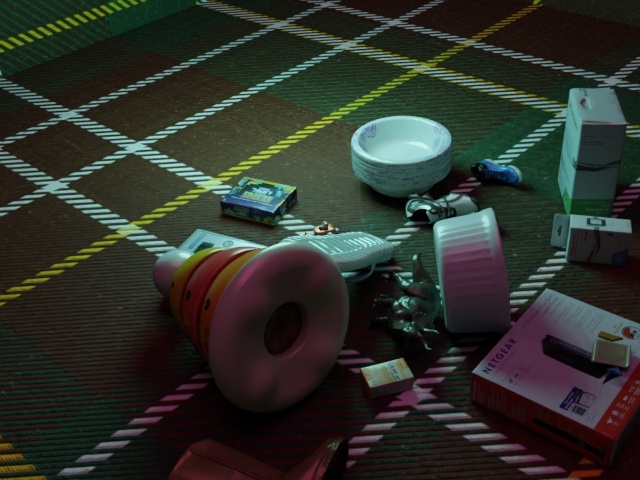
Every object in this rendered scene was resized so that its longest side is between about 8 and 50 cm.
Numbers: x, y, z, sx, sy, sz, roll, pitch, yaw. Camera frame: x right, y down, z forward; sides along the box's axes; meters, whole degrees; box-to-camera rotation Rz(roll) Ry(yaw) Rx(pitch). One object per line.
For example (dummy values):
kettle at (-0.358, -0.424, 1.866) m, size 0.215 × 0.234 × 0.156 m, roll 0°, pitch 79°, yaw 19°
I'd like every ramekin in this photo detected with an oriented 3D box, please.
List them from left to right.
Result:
ramekin at (0.328, 0.074, 1.839) m, size 0.135 × 0.277 × 0.277 m, roll -8°, pitch 35°, yaw 6°

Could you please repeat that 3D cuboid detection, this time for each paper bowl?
paper bowl at (0.229, -0.228, 2.373) m, size 0.284 × 0.148 × 0.284 m, roll -2°, pitch 36°, yaw 1°

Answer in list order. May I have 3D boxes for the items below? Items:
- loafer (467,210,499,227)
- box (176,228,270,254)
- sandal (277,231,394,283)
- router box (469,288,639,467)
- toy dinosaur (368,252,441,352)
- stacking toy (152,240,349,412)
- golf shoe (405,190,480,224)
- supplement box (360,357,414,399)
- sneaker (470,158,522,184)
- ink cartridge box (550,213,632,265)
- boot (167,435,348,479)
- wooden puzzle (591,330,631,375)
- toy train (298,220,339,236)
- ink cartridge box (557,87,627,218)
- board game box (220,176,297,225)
loafer at (0.395, -0.048, 2.189) m, size 0.147 × 0.050 × 0.056 m, roll -9°, pitch 35°, yaw -8°
box at (-0.213, 0.078, 2.026) m, size 0.289 × 0.087 × 0.169 m, roll 15°, pitch 39°, yaw 23°
sandal at (0.048, 0.054, 1.967) m, size 0.169 × 0.102 × 0.416 m, roll 23°, pitch 17°, yaw 33°
router box at (0.518, 0.265, 1.706) m, size 0.301 × 0.082 × 0.335 m, roll 22°, pitch 43°, yaw 32°
toy dinosaur at (0.206, 0.150, 1.895) m, size 0.160 × 0.121 × 0.313 m, roll 19°, pitch 35°, yaw 10°
stacking toy at (-0.207, 0.132, 1.791) m, size 0.350 × 0.351 × 0.479 m, roll -31°, pitch 32°, yaw -34°
golf shoe at (0.323, -0.075, 2.226) m, size 0.198 × 0.077 × 0.094 m, roll 1°, pitch 46°, yaw 18°
supplement box at (0.138, 0.287, 1.745) m, size 0.098 × 0.036 × 0.062 m, roll -12°, pitch 37°, yaw -13°
sneaker at (0.491, -0.188, 2.370) m, size 0.084 × 0.058 × 0.152 m, roll -19°, pitch 33°, yaw -30°
ink cartridge box at (0.662, -0.002, 2.056) m, size 0.180 × 0.104 × 0.060 m, roll 5°, pitch 37°, yaw 13°
boot at (-0.111, 0.416, 1.540) m, size 0.269 × 0.089 × 0.236 m, roll 14°, pitch 38°, yaw 24°
wooden puzzle at (0.581, 0.227, 1.672) m, size 0.078 × 0.014 × 0.116 m, roll 10°, pitch 37°, yaw 25°
toy train at (0.000, 0.000, 2.156) m, size 0.125 × 0.046 × 0.166 m, roll -10°, pitch 35°, yaw -9°
ink cartridge box at (0.715, -0.230, 2.215) m, size 0.121 × 0.289 × 0.211 m, roll 1°, pitch 36°, yaw 7°
board game box at (-0.170, -0.112, 2.327) m, size 0.170 × 0.048 × 0.141 m, roll 13°, pitch 37°, yaw 21°
